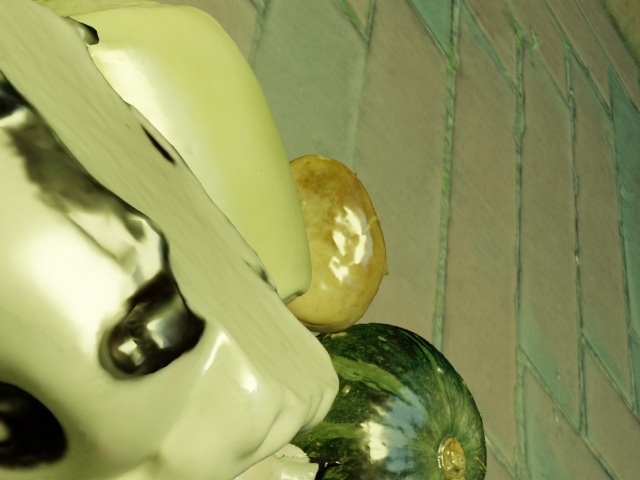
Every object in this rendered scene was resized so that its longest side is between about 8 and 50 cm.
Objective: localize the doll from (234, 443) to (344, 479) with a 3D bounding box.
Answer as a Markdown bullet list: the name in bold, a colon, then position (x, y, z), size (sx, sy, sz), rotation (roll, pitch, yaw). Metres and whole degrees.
- **doll**: position (-0.097, 0.131, 0.747), size (0.192, 0.149, 0.095), rotation (-22, 118, -55)

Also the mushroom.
- **mushroom**: position (0.000, 0.000, 0.978), size (0.351, 0.095, 0.122), rotation (-96, -169, -86)

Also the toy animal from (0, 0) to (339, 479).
- **toy animal**: position (-0.111, 0.025, 0.515), size (0.208, 0.156, 0.204), rotation (50, 11, 4)

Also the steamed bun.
- **steamed bun**: position (-0.097, -0.031, 0.735), size (0.250, 0.155, 0.200), rotation (164, -89, -74)

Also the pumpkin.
- **pumpkin**: position (0.032, 0.150, 0.952), size (0.190, 0.146, 0.190), rotation (44, 35, -44)
